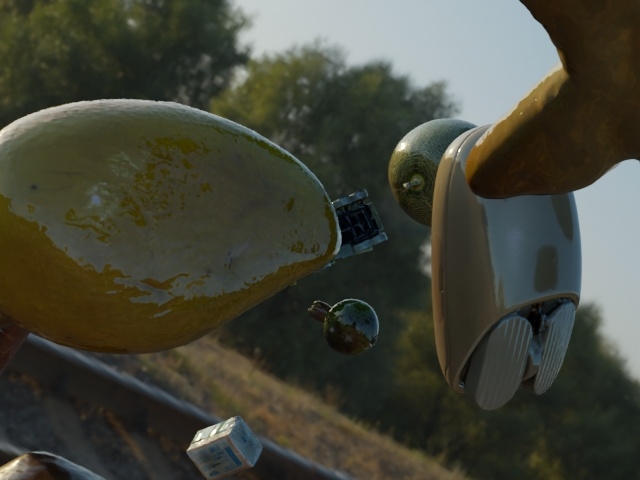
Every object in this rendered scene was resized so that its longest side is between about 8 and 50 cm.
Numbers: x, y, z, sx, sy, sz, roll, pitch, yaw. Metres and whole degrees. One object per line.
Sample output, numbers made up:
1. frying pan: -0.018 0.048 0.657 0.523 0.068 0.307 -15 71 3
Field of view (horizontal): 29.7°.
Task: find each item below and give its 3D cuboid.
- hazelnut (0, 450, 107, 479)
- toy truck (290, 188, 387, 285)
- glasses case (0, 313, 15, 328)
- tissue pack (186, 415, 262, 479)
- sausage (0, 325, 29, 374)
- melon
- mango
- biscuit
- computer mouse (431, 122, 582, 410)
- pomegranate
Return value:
1. hazelnut: -0.260 0.289 1.142 0.201 0.160 0.170 17 -32 37
2. toy truck: 0.000 0.000 1.489 0.169 0.100 0.077 -24 89 -45
3. glasses case: -0.267 0.051 1.168 0.064 0.170 0.041 -34 -103 52
4. tissue pack: -0.146 0.320 1.847 0.074 0.094 0.059 57 31 -13
5. sausage: -0.313 0.044 1.271 0.088 0.433 0.088 33 24 -16
6. melon: 0.157 -0.083 1.507 0.139 0.139 0.192 32 26 24
7. mango: -0.116 -0.011 0.836 0.316 0.177 0.119 -4 -7 -36
8. biscuit: 0.149 -0.081 0.544 0.164 0.047 0.208 7 -30 11
9. computer mouse: 0.158 0.020 1.011 0.145 0.237 0.082 -6 7 -43
10. pomegranate: 0.028 0.099 1.430 0.084 0.073 0.073 24 1 -9
